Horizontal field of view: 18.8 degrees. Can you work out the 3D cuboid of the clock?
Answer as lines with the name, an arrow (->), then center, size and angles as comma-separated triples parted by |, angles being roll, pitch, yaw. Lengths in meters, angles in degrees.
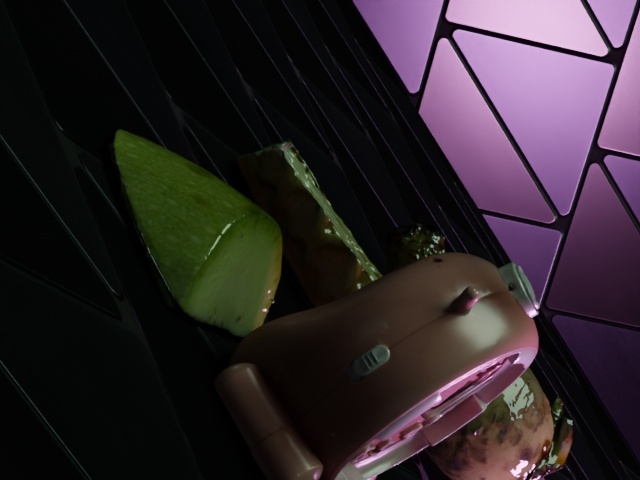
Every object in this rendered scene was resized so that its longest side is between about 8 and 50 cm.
clock -> 0.058, 0.089, 1.523 | 0.142, 0.241, 0.227 | 60, 11, 15

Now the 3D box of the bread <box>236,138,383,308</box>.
bread -> 0.000, 0.000, 1.925 | 0.232, 0.088, 0.128 | 55, 1, 4

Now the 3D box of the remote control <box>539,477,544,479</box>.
remote control -> 0.179, 0.186, 2.307 | 0.335, 0.065, 0.128 | 51, 17, -42

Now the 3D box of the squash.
squash -> -0.089, -0.024, 1.547 | 0.184, 0.085, 0.192 | 64, 10, 16

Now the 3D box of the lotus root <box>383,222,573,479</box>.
lotus root -> 0.140, 0.131, 2.039 | 0.309, 0.173, 0.173 | 61, 10, 4
